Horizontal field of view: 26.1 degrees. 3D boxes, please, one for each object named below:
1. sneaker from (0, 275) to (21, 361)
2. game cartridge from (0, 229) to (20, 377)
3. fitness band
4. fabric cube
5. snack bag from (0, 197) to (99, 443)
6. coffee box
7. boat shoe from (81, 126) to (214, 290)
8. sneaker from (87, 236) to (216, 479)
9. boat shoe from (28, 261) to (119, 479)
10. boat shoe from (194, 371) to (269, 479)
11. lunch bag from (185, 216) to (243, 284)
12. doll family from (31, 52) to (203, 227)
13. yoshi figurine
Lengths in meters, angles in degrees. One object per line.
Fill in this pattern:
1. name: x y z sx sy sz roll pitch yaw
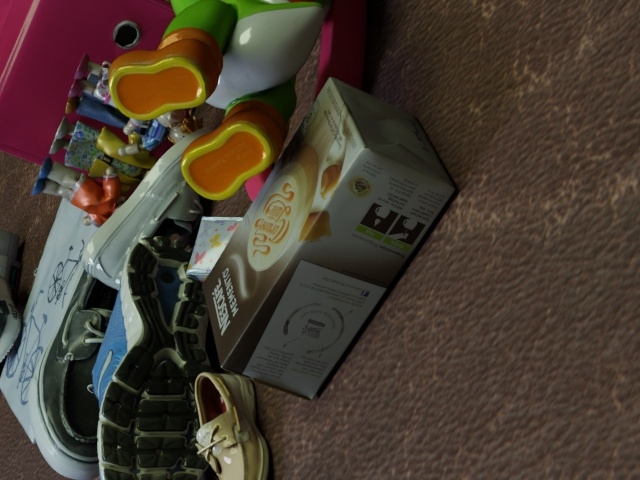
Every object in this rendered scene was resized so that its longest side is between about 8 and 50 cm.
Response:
1. sneaker: -0.551 0.085 2.084 0.102 0.146 0.293 -58 28 -1
2. game cartridge: -0.576 0.179 2.273 0.230 0.068 0.355 -38 39 41
3. fitness band: -0.026 -0.166 1.475 0.209 0.054 0.291 -35 42 45
4. fabric cube: -0.318 -0.231 1.854 0.258 0.254 0.259 -65 26 6
5. snack bag: -0.366 0.087 1.927 0.323 0.037 0.342 19 91 69
6. coffee box: 0.000 0.000 1.235 0.246 0.098 0.141 -58 26 22
7. boat shoe: -0.182 -0.032 1.636 0.227 0.081 0.079 -50 -14 -13
8. sneaker: -0.177 0.161 1.465 0.147 0.130 0.330 118 161 -46
9. boat shoe: -0.264 0.118 1.632 0.119 0.121 0.335 -50 29 42
10. boat shoe: -0.092 0.190 1.316 0.063 0.059 0.170 -56 28 24
11. lunch bag: -0.091 0.015 1.454 0.083 0.053 0.071 0 68 36
12. doll family: -0.235 -0.132 1.691 0.118 0.163 0.263 -78 14 -50
13. yoshi figurine: -0.095 -0.198 1.349 0.362 0.203 0.203 -69 -6 -48
